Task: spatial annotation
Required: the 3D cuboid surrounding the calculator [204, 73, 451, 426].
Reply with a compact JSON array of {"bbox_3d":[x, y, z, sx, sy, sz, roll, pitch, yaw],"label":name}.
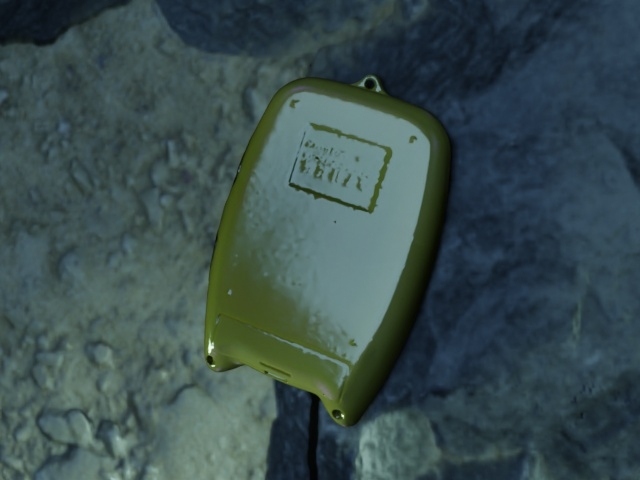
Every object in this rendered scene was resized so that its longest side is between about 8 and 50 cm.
[{"bbox_3d":[0.000,0.000,0.694,0.157,0.033,0.237,19,96,21],"label":"calculator"}]
